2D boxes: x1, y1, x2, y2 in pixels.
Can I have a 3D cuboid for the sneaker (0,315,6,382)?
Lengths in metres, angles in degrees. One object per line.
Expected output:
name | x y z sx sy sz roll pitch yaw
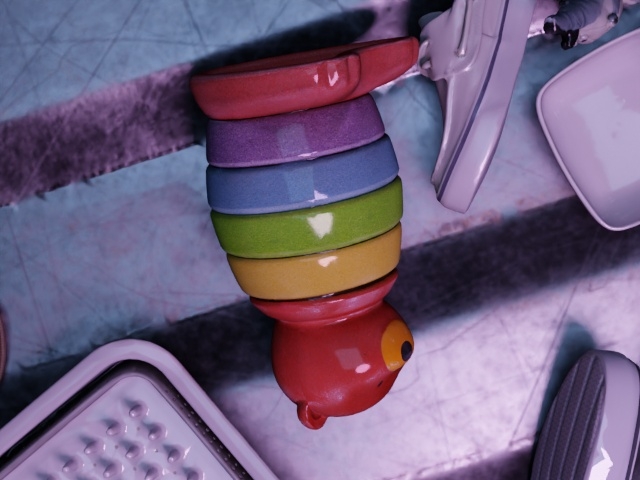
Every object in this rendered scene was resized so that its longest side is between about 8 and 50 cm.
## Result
sneaker | -0.316 0.139 1.010 0.066 0.071 0.188 18 93 2

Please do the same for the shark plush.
shark plush | 0.193 -0.183 0.946 0.067 0.161 0.073 53 137 -6

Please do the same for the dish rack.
dish rack | -0.145 0.274 1.009 0.285 0.072 0.333 -40 90 4

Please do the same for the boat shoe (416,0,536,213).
boat shoe | 0.119 -0.158 0.970 0.088 0.096 0.267 15 92 6

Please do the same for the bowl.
bowl | 0.255 -0.093 0.986 0.142 0.053 0.142 -28 92 3

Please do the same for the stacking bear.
stacking bear | 0.000 0.000 0.954 0.164 0.175 0.289 -3 103 29

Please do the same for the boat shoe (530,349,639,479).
boat shoe | 0.235 0.251 0.982 0.119 0.121 0.335 5 103 -6
